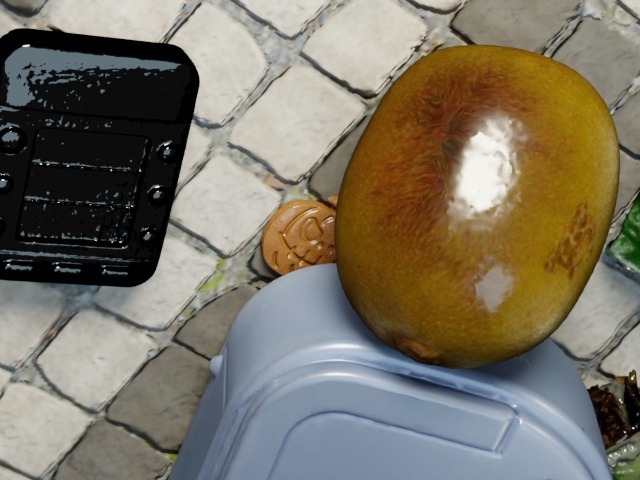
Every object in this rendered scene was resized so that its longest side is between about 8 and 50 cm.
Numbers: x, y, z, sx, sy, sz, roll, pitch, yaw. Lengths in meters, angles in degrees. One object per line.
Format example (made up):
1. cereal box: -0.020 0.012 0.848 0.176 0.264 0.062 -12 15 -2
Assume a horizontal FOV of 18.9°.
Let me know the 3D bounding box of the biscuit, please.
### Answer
1. biscuit: 0.000 0.000 1.477 0.091 0.015 0.078 17 118 -27

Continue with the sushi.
1. sushi: 0.245 0.168 1.631 0.094 0.084 0.098 -28 123 7

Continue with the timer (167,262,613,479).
1. timer: 0.068 0.215 1.540 0.395 0.173 0.395 -1 122 -2

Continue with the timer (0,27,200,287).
1. timer: -0.173 -0.057 1.361 0.144 0.055 0.187 4 119 -22

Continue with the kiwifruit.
1. kiwifruit: 0.109 -0.021 1.361 0.196 0.196 0.234 29 69 -32

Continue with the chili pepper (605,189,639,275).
1. chili pepper: 0.328 -0.071 1.467 0.099 0.136 0.270 -12 132 -40
